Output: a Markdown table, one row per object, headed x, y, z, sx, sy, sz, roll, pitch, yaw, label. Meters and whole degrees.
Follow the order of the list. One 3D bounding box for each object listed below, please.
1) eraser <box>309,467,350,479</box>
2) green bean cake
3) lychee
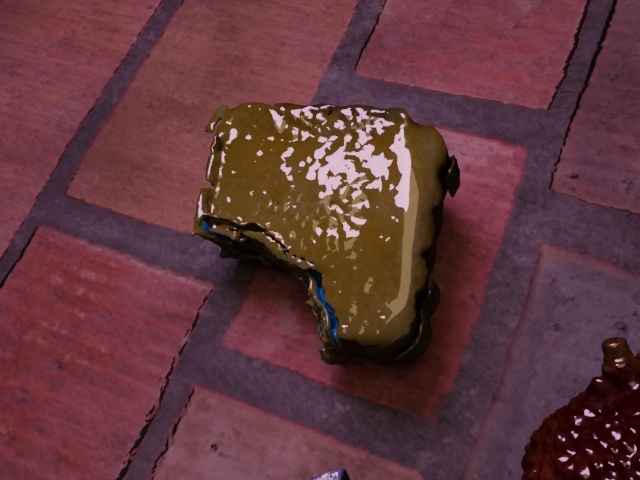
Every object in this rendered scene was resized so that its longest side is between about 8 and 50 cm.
| x | y | z | sx | sy | sz | roll | pitch | yaw | label |
| --- | --- | --- | --- | --- | --- | --- | --- | --- | --- |
| -0.014 | 0.350 | 0.781 | 0.036 | 0.082 | 0.224 | 10 | 65 | 14 | eraser |
| 0.000 | 0.000 | 0.911 | 0.310 | 0.202 | 0.284 | 11 | 77 | 17 | green bean cake |
| 0.328 | 0.227 | 0.683 | 0.276 | 0.276 | 0.304 | -25 | 86 | -3 | lychee |
